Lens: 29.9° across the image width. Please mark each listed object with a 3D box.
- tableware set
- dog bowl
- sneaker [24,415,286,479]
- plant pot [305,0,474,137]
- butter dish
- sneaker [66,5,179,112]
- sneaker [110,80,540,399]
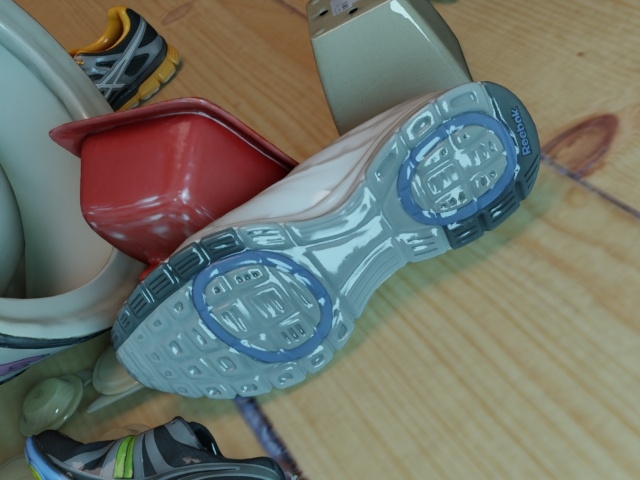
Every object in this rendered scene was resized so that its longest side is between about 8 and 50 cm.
[{"bbox_3d":[-0.163,0.126,0.801,0.141,0.020,0.169,-21,34,22],"label":"tableware set"},{"bbox_3d":[-0.317,-0.055,0.860,0.150,0.408,0.408,-41,27,24],"label":"dog bowl"},{"bbox_3d":[-0.096,0.140,0.686,0.188,0.067,0.078,4,41,37],"label":"sneaker"},{"bbox_3d":[0.045,-0.146,0.914,0.109,0.096,0.109,-25,32,12],"label":"plant pot"},{"bbox_3d":[-0.099,-0.017,0.846,0.160,0.160,0.118,-8,62,36],"label":"butter dish"},{"bbox_3d":[-0.235,-0.144,1.178,0.084,0.083,0.215,10,53,46],"label":"sneaker"},{"bbox_3d":[0.000,0.000,0.774,0.297,0.111,0.129,-31,16,-3],"label":"sneaker"}]
